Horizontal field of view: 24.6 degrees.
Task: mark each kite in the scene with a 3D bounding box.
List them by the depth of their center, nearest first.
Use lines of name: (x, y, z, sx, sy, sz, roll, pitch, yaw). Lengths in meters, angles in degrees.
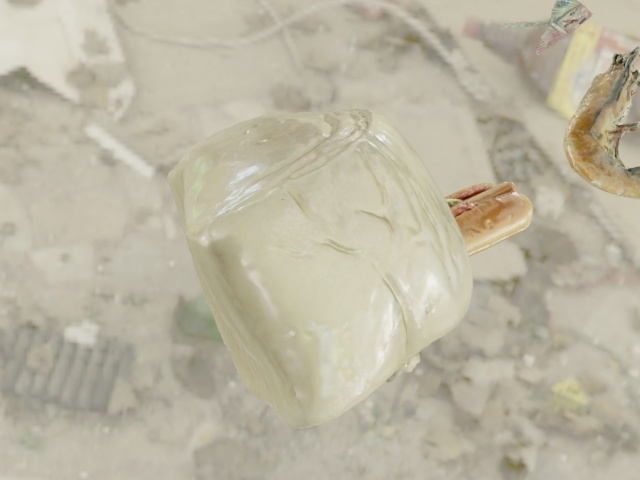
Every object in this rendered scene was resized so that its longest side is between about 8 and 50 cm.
kite: (0.325, -0.309, 2.104, 0.153, 0.137, 0.005, -12, 58, -16)

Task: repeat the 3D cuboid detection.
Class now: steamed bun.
steamed bun: (0.004, -0.001, 1.305, 0.236, 0.247, 0.383, -24, 11, -6)

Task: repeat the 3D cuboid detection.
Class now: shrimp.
shrimp: (0.367, -0.135, 1.685, 0.152, 0.046, 0.219, 22, 55, 6)

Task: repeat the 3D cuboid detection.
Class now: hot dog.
hot dog: (0.151, -0.016, 1.694, 0.092, 0.062, 0.236, 29, 39, 36)
